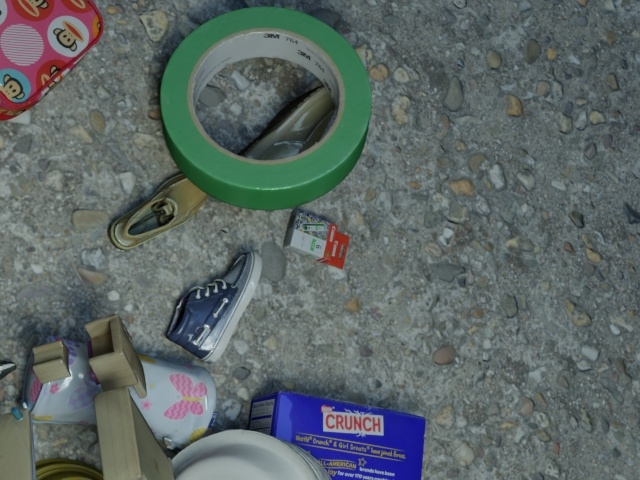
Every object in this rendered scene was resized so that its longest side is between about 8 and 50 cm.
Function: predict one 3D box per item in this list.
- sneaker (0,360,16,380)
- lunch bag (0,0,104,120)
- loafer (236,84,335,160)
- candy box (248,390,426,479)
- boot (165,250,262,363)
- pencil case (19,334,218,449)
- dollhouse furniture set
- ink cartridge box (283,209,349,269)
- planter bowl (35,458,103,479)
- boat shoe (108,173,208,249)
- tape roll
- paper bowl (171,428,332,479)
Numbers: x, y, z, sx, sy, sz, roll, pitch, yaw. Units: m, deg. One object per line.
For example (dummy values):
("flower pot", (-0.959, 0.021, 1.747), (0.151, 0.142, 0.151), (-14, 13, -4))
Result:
("sneaker", (-0.460, 0.194, 1.831), (0.083, 0.031, 0.035), (-23, 105, -27))
("lunch bag", (-0.461, -0.348, 1.884), (0.293, 0.120, 0.258), (48, 61, -13))
("loafer", (-0.045, -0.156, 2.104), (0.268, 0.102, 0.092), (-44, 104, -20))
("candy box", (0.013, 0.407, 2.005), (0.268, 0.122, 0.317), (14, 74, -25))
("boot", (-0.160, 0.085, 1.999), (0.086, 0.069, 0.190), (32, 67, -24))
("pencil case", (-0.286, 0.218, 1.876), (0.273, 0.113, 0.124), (16, 102, -27))
("dollhouse furniture set", (-0.364, 0.299, 1.725), (0.303, 0.198, 0.286), (-16, 50, 0))
("ink cartridge box", (0.000, 0.000, 2.133), (0.115, 0.029, 0.063), (21, 70, -24))
("planter bowl", (-0.339, 0.388, 1.790), (0.217, 0.090, 0.217), (12, 59, -21))
("boat shoe", (-0.229, -0.047, 1.984), (0.190, 0.072, 0.068), (-41, 101, -30))
("tape roll", (-0.084, -0.205, 2.015), (0.321, 0.077, 0.321), (1, 66, -3))
("paper bowl", (-0.116, 0.405, 1.825), (0.148, 0.284, 0.284), (41, 52, -66))
